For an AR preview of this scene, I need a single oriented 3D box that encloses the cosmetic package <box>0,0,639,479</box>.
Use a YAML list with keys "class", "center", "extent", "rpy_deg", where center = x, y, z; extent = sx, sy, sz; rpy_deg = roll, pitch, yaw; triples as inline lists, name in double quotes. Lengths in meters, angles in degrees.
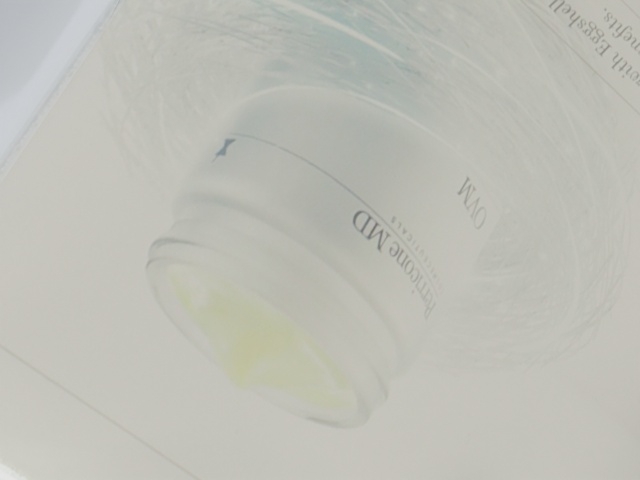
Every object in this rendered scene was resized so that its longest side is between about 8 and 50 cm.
- class: "cosmetic package"
  center: [0.000, 0.000, 0.475]
  extent: [0.224, 0.224, 0.138]
  rpy_deg: [-58, 26, -12]
